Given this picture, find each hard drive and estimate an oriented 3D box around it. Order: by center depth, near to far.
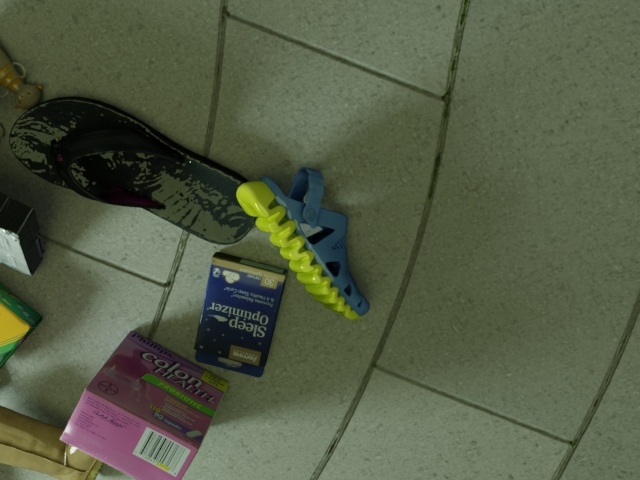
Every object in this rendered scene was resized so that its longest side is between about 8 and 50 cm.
[{"bbox_3d":[-0.643,-0.061,1.569,0.339,0.237,0.064,25,68,-3],"label":"hard drive"}]

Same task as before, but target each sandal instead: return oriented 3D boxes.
[{"bbox_3d":[-0.318,-0.119,1.565,0.446,0.107,0.167,20,109,-2],"label":"sandal"},{"bbox_3d":[0.000,0.000,1.571,0.138,0.126,0.317,-40,112,-16],"label":"sandal"}]

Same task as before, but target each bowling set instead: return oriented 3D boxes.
[{"bbox_3d":[-0.631,-0.198,1.540,0.287,0.200,0.154,-38,103,20],"label":"bowling set"}]

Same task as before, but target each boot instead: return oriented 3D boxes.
[{"bbox_3d":[-0.527,0.354,1.732,0.270,0.089,0.236,23,110,-12],"label":"boot"}]

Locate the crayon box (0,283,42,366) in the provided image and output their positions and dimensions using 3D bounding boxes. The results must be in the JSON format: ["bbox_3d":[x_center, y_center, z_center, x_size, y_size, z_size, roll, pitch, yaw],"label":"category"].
[{"bbox_3d":[-0.676,0.124,1.687,0.278,0.081,0.165,40,96,-7],"label":"crayon box"}]

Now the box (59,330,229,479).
[{"bbox_3d":[-0.302,0.300,1.630,0.214,0.243,0.117,29,108,-2],"label":"box"}]

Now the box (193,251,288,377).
[{"bbox_3d":[-0.149,0.143,1.674,0.137,0.036,0.225,14,110,2],"label":"box"}]
